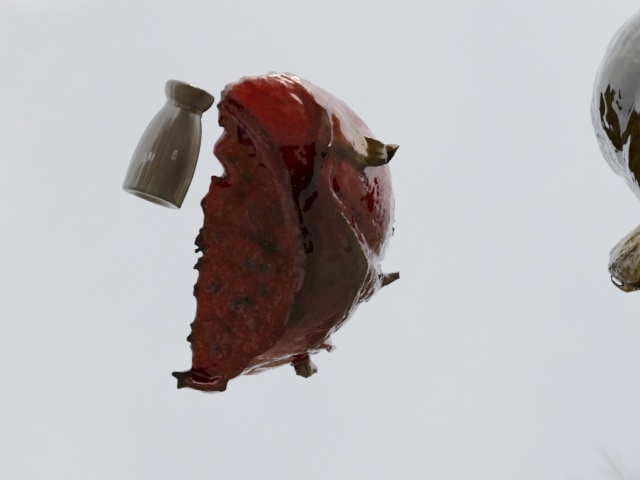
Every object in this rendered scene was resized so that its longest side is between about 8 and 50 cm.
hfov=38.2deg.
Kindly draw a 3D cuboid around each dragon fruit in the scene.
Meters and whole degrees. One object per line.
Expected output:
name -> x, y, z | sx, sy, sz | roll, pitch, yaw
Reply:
dragon fruit -> 0.000, 0.000, 0.965 | 0.282, 0.100, 0.343 | -11, -63, -42

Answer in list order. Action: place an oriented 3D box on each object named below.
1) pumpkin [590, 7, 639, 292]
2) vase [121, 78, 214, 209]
pumpkin -> 0.281, -0.063, 0.643 | 0.242, 0.325, 0.232 | -40, -66, 18
vase -> -0.124, -0.081, 0.770 | 0.053, 0.053, 0.100 | 26, -100, -45
